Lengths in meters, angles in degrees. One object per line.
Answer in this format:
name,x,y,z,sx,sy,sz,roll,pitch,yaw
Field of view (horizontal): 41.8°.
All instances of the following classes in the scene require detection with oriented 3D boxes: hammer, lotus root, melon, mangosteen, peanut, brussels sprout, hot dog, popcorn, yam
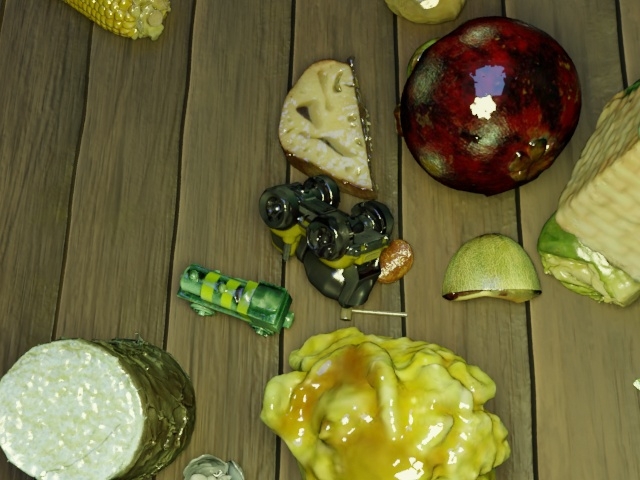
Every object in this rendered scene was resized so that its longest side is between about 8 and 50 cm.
hammer,0.089,0.117,1.380,0.110,0.019,0.035,3,71,7
lotus root,0.012,-0.193,1.475,0.170,0.074,0.260,-4,71,8
melon,0.274,0.041,1.347,0.160,0.079,0.128,-4,71,7
mangosteen,0.264,-0.221,1.345,0.312,0.311,0.311,-3,70,7
peanut,0.191,-0.461,1.530,0.159,0.109,0.140,42,91,8
brussels sprout,0.436,0.012,1.307,0.183,0.131,0.145,30,82,22
hot dog,0.118,0.036,1.394,0.083,0.035,0.058,-41,69,-2
popcorn,0.095,0.271,1.196,0.336,0.274,0.278,-8,102,44
yam,-0.322,0.249,1.240,0.241,0.348,0.240,0,81,3

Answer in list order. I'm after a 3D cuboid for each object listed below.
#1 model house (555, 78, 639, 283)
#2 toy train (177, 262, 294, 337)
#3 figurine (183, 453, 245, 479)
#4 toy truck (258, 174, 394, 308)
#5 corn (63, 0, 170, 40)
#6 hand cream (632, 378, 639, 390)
model house,0.621,-0.096,1.104,0.446,0.400,0.395,35,65,4
toy train,-0.140,0.090,1.361,0.200,0.132,0.083,16,72,11
figurine,-0.165,0.377,1.291,0.086,0.094,0.082,-7,25,-23
toy truck,0.000,0.000,1.370,0.224,0.165,0.147,30,32,31
corn,-0.455,-0.516,1.624,0.387,0.144,0.144,36,78,17
hand cream,0.571,0.188,1.266,0.175,0.046,0.095,-46,74,-1
